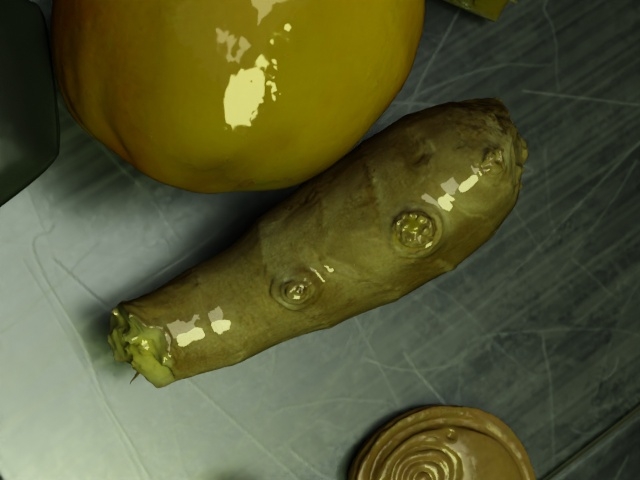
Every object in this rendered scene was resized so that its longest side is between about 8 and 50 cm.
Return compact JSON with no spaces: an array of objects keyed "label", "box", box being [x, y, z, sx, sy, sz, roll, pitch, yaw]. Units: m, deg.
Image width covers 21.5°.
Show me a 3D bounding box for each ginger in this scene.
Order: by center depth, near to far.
[{"label":"ginger","box":[-0.001,-0.011,1.440,0.375,0.236,0.166,-15,117,9]}]

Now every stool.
[{"label":"stool","box":[-0.324,-0.109,1.353,0.232,0.141,0.232,1,86,-20]}]

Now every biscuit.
[{"label":"biscuit","box":[0.083,0.279,1.540,0.288,0.044,0.202,-42,101,-20]}]

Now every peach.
[{"label":"peach","box":[-0.059,-0.190,1.350,0.289,0.289,0.308,17,96,-19]}]

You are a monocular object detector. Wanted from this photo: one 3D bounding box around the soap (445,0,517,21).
[{"label":"soap","box":[0.091,-0.400,1.516,0.338,0.169,0.304,23,89,-19]}]
